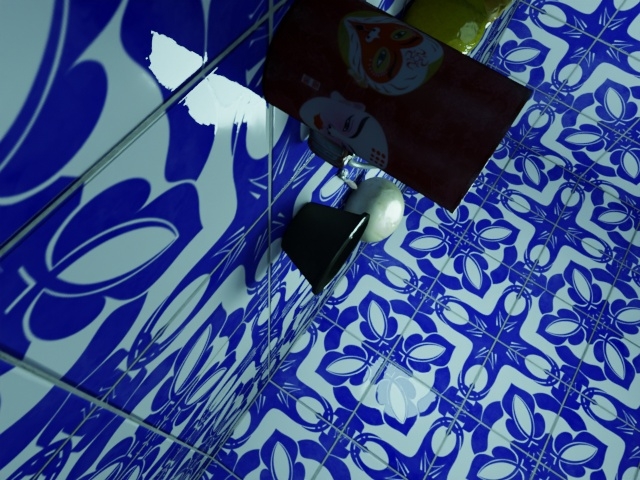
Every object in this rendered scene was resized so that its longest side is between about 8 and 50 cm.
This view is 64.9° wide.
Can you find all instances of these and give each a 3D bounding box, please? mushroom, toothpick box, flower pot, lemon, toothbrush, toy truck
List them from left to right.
[{"bbox_3d":[0.000,0.000,1.373,0.269,0.166,0.269,-54,172,-11],"label":"flower pot"},{"bbox_3d":[0.091,-0.191,1.600,0.029,0.025,0.307,-66,169,4],"label":"toothbrush"},{"bbox_3d":[0.085,-0.284,1.039,0.270,0.114,0.135,-54,173,-18],"label":"toy truck"},{"bbox_3d":[0.189,-0.116,1.856,0.246,0.202,0.245,-12,117,-25],"label":"mushroom"},{"bbox_3d":[0.106,-0.210,0.744,0.204,0.333,0.204,-54,169,-16],"label":"toothpick box"},{"bbox_3d":[0.274,-0.485,1.135,0.181,0.193,0.180,-12,90,-67],"label":"lemon"}]

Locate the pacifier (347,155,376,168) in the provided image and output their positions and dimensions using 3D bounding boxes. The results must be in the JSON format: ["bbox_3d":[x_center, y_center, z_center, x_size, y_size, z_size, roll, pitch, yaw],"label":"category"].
[{"bbox_3d":[0.194,-0.312,1.363,0.300,0.244,0.232,4,89,-53],"label":"pacifier"}]

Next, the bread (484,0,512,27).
[{"bbox_3d":[0.441,-0.689,1.342,0.294,0.167,0.132,-53,-167,-27],"label":"bread"}]
